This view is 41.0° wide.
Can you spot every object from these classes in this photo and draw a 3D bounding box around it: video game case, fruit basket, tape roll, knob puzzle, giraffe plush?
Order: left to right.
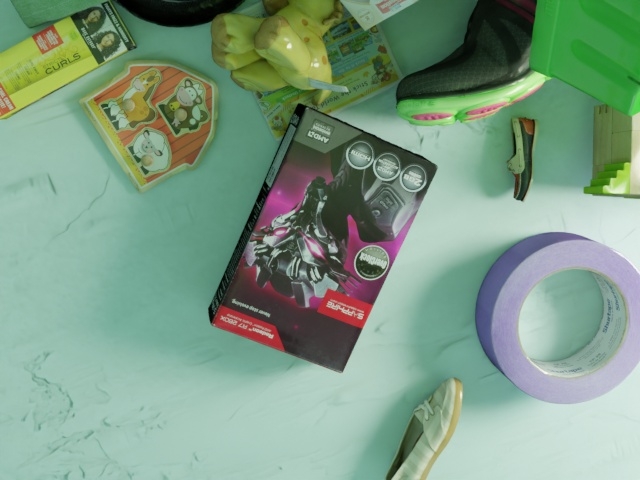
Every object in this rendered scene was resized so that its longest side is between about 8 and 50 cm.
[{"bbox_3d":[-0.244,-0.191,1.318,0.213,0.030,0.213,-1,99,-7],"label":"knob puzzle"},{"bbox_3d":[-0.039,-0.315,1.242,0.210,0.181,0.170,16,75,1],"label":"giraffe plush"},{"bbox_3d":[-0.011,-0.294,1.332,0.227,0.026,0.206,-26,102,-3],"label":"video game case"},{"bbox_3d":[0.401,0.127,1.422,0.274,0.090,0.275,-1,99,-7],"label":"tape roll"},{"bbox_3d":[0.382,-0.404,1.088,0.283,0.392,0.392,-28,102,-9],"label":"fruit basket"}]

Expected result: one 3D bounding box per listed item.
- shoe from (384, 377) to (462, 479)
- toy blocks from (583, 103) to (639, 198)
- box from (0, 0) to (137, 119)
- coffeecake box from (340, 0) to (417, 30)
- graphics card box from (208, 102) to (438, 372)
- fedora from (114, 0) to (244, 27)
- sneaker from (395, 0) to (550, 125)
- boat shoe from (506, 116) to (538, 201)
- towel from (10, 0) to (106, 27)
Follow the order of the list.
[{"bbox_3d":[0.174,0.326,1.434,0.058,0.076,0.219,21,98,-15],"label":"shoe"},{"bbox_3d":[0.584,-0.197,1.358,0.381,0.191,0.261,1,91,-18],"label":"toy blocks"},{"bbox_3d":[-0.395,-0.270,1.271,0.232,0.058,0.087,-28,102,-1],"label":"box"},{"bbox_3d":[0.064,-0.402,1.177,0.185,0.142,0.068,45,51,-23],"label":"coffeecake box"},{"bbox_3d":[0.000,0.000,1.338,0.232,0.094,0.371,23,98,-14],"label":"graphics card box"},{"bbox_3d":[-0.164,-0.445,1.178,0.334,0.152,0.334,-11,119,-20],"label":"fedora"},{"bbox_3d":[0.300,-0.333,1.304,0.483,0.185,0.202,-34,93,-9],"label":"sneaker"},{"bbox_3d":[0.323,-0.131,1.389,0.043,0.049,0.137,5,97,-5],"label":"boat shoe"},{"bbox_3d":[-0.404,-0.453,1.136,0.038,0.248,0.325,-56,129,-39],"label":"towel"}]
